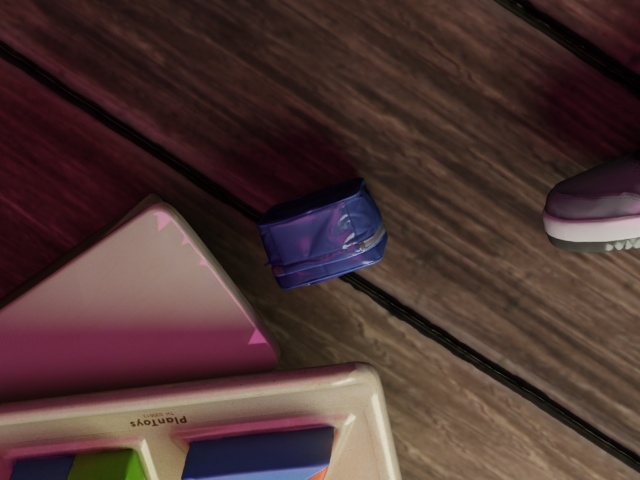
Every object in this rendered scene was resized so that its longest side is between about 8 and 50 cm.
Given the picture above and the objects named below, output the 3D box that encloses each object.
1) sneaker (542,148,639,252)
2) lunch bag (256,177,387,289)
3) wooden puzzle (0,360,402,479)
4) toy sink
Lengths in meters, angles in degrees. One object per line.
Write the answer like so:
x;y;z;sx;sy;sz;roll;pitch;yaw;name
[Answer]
0.276;-0.111;0.944;0.296;0.124;0.178;-20;109;8;sneaker
0.000;0.000;1.063;0.098;0.067;0.065;-18;103;16;lunch bag
-0.089;0.253;1.050;0.322;0.080;0.348;-8;123;9;wooden puzzle
-0.144;0.066;1.078;0.234;0.131;0.153;-34;99;23;toy sink
